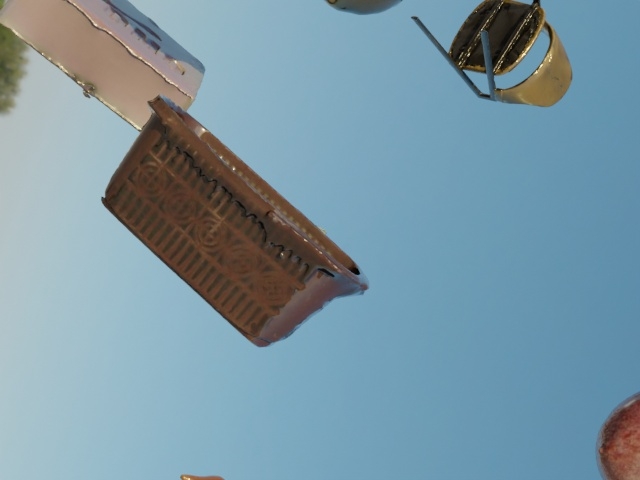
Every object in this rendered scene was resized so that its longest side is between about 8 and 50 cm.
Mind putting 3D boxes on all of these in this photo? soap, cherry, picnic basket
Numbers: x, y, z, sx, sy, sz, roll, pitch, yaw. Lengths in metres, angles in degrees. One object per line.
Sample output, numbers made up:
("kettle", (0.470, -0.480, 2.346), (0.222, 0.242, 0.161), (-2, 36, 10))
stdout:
("soap", (-0.325, -0.302, 1.444), (0.107, 0.296, 0.285), (-47, -162, 13))
("cherry", (0.313, 0.166, 0.717), (0.090, 0.226, 0.107), (115, -25, -58))
("picnic basket", (-0.095, -0.007, 0.988), (0.129, 0.297, 0.222), (-48, 178, 2))

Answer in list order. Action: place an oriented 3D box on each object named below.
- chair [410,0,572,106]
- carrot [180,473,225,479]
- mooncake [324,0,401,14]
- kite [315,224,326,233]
("chair", (0.291, -0.327, 1.490), (0.172, 0.247, 0.158), (25, -102, 36))
("carrot", (-0.227, 0.481, 1.849), (0.035, 0.142, 0.035), (-12, -115, 28))
("mooncake", (0.011, -0.543, 1.275), (0.262, 0.467, 0.467), (124, -25, -49))
("kite", (0.000, 0.000, 1.570), (0.005, 0.152, 0.137), (-48, -179, 15))
